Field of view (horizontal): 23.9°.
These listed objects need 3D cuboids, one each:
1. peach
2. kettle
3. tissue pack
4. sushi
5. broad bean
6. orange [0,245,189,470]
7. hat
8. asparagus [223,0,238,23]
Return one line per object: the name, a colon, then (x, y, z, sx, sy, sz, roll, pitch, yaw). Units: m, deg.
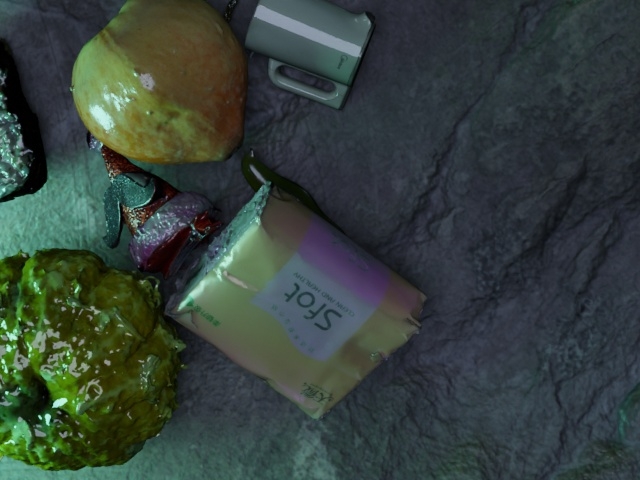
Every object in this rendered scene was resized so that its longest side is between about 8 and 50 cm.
peach: (-0.184, -0.189, 1.870, 0.232, 0.232, 0.233, 0, 95, 5)
kettle: (-0.017, -0.248, 1.904, 0.148, 0.098, 0.127, 23, 91, -1)
tissue pack: (-0.030, 0.075, 1.879, 0.256, 0.123, 0.215, 35, 118, -19)
sushi: (-0.437, -0.147, 1.940, 0.147, 0.115, 0.213, -25, 91, 3)
broad bean: (0.001, -0.001, 1.950, 0.060, 0.043, 0.297, -38, 92, 17)
orange: (-0.321, 0.163, 1.897, 0.301, 0.223, 0.300, 24, 112, -2)
hat: (-0.227, -0.063, 1.933, 0.129, 0.140, 0.227, -34, 77, -22)
asparagus: (-0.093, -0.341, 1.942, 0.016, 0.016, 0.163, 27, 96, -17)
